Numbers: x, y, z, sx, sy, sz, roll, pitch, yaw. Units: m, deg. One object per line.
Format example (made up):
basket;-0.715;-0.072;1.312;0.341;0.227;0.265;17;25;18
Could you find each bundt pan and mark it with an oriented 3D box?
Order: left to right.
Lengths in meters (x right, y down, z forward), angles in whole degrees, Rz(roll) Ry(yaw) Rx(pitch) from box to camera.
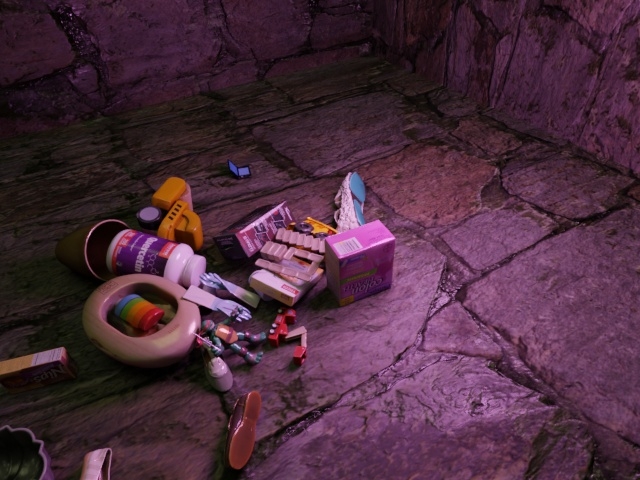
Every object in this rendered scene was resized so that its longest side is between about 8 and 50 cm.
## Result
bundt pan;-0.800;0.630;0.973;0.331;0.124;0.330;-3;40;2

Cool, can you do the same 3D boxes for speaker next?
speaker;-0.407;0.199;1.491;0.055;0.055;0.136;-3;41;1

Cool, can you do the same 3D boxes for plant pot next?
plant pot;-0.900;0.040;1.604;0.254;0.237;0.237;0;40;23

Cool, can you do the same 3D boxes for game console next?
game console;-0.423;-0.378;2.143;0.107;0.071;0.122;-11;42;-8

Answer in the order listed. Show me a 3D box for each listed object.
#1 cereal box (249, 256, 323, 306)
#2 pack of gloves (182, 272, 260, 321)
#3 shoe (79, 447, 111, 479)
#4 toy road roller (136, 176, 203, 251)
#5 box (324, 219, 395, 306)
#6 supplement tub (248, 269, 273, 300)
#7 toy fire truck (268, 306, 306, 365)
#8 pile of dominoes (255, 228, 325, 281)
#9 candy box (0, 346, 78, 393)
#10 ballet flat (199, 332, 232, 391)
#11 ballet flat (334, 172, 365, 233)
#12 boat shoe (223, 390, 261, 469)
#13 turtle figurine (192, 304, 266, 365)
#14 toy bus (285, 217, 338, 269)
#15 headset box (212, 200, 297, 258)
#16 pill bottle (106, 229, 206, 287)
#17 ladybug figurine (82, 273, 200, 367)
cereal box;-0.117;0.135;1.479;0.173;0.047;0.240;23;26;17
pack of gloves;-0.322;0.179;1.399;0.232;0.046;0.195;25;20;-5
shoe;-0.556;0.617;1.005;0.058;0.076;0.219;-16;40;-6
toy road roller;-0.592;-0.086;1.734;0.241;0.202;0.329;15;48;3
box;0.137;0.082;1.441;0.214;0.243;0.117;-18;44;-16
supplement tub;-0.210;0.164;1.504;0.071;0.071;0.107;-28;47;-26
toy fire truck;-0.096;0.307;1.349;0.135;0.047;0.192;7;41;12
pile of dominoes;-0.097;0.055;1.488;0.251;0.040;0.196;15;51;28
candy box;-0.864;0.398;1.255;0.187;0.109;0.053;-11;42;-10
ballet flat;-0.334;0.373;1.276;0.072;0.068;0.213;-22;44;-19
ballet flat;0.119;-0.160;1.817;0.147;0.147;0.409;0;40;4
boat shoe;-0.217;0.515;1.112;0.073;0.073;0.207;-29;27;30
turtle figurine;-0.283;0.290;1.267;0.118;0.234;0.175;-26;38;46
toy bus;0.000;0.000;1.642;0.220;0.149;0.211;25;33;26
headset box;-0.274;-0.033;1.638;0.293;0.110;0.218;-38;19;-32
pill bottle;-0.604;0.079;1.527;0.323;0.181;0.181;14;43;5
ladybug figurine;-0.577;0.267;1.344;0.449;0.162;0.305;24;48;28
